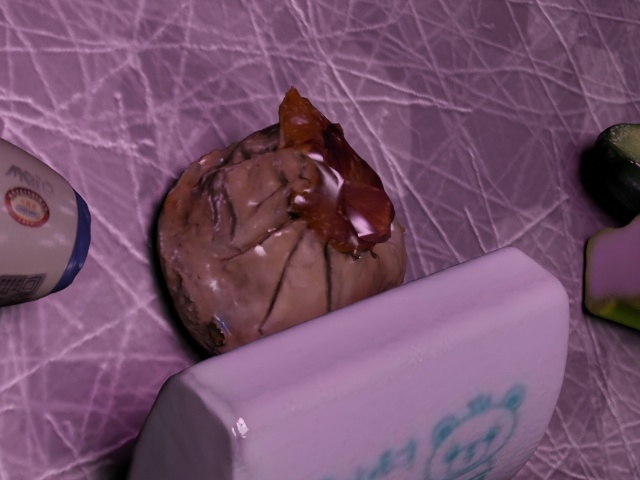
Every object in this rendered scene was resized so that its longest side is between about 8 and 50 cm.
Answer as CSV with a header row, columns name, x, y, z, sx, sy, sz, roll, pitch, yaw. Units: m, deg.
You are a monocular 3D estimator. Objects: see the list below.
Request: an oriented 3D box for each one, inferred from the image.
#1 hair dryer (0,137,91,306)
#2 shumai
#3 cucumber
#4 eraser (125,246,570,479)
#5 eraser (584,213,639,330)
name,x,y,z,sx,sy,sz,roll,pitch,yaw
hair dryer,-0.268,0.019,0.839,0.296,0.119,0.298,29,38,-23
shumai,0.000,0.000,1.073,0.201,0.120,0.201,12,68,-33
cucumber,0.316,-0.035,1.334,0.244,0.063,0.115,19,33,-28
eraser,0.021,0.125,1.028,0.290,0.104,0.189,-19,131,-37
eraser,0.380,0.041,1.276,0.274,0.210,0.092,19,67,-33
